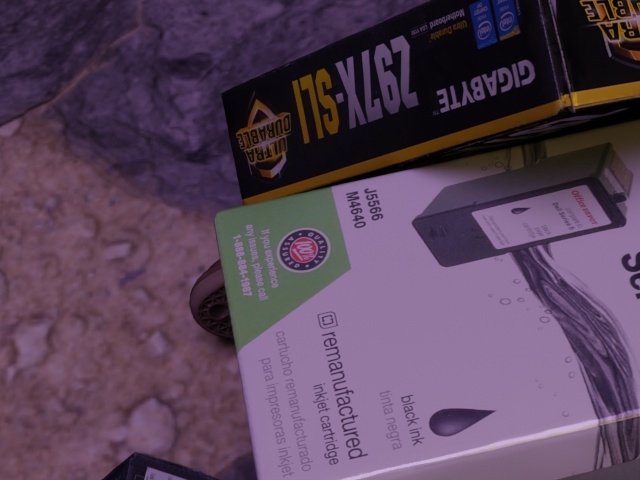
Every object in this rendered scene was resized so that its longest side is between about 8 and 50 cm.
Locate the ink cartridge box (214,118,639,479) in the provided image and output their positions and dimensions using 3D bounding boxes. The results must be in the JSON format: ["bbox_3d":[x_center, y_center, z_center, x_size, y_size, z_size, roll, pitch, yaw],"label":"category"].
[{"bbox_3d":[0.101,0.057,0.872,0.272,0.115,0.198,-13,42,-1],"label":"ink cartridge box"}]

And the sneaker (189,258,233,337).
[{"bbox_3d":[0.000,0.000,1.151,0.188,0.066,0.071,-22,41,-9],"label":"sneaker"}]

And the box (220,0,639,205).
[{"bbox_3d":[0.129,-0.092,0.983,0.257,0.322,0.079,-10,88,-30],"label":"box"}]

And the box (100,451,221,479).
[{"bbox_3d":[-0.127,0.247,0.946,0.059,0.183,0.233,21,60,-16],"label":"box"}]
